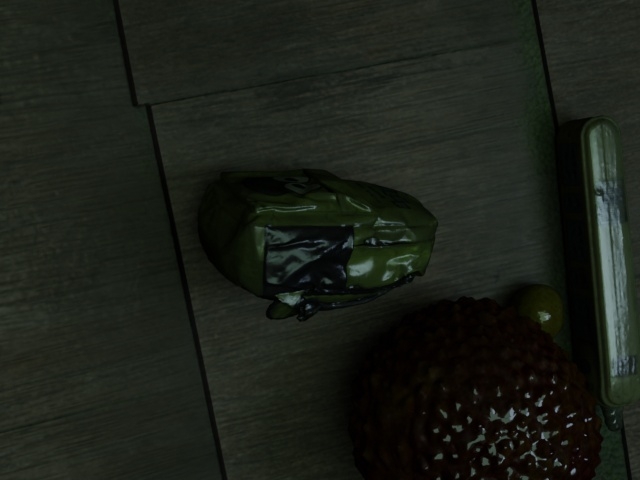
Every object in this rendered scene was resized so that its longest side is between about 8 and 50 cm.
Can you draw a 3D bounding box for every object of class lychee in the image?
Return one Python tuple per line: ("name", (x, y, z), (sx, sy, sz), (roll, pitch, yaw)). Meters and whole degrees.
("lychee", (0.171, 0.206, 1.209), (0.276, 0.275, 0.304), (-3, 58, -13))

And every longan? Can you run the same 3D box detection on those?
("longan", (0.268, 0.091, 1.334), (0.083, 0.075, 0.075), (5, 92, -55))

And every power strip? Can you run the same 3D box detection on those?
("power strip", (0.339, 0.044, 1.333), (0.066, 0.092, 0.387), (-8, 94, -12))

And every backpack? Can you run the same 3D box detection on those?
("backpack", (0.000, 0.000, 1.197), (0.253, 0.207, 0.140), (-1, 108, -21))
